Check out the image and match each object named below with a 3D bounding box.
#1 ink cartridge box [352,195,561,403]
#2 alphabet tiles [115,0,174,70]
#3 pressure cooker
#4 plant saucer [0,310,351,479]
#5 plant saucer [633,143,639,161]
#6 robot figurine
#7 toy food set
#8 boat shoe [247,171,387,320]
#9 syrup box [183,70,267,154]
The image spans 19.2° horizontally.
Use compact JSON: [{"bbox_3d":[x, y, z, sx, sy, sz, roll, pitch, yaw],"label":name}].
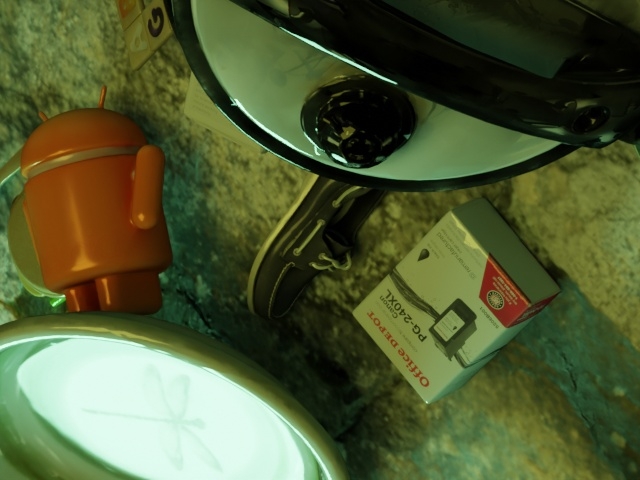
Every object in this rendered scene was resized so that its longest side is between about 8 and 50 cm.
[{"bbox_3d":[0.116,0.053,1.635,0.109,0.063,0.150,50,124,12],"label":"ink cartridge box"},{"bbox_3d":[-0.151,-0.301,1.689,0.198,0.009,0.237,-38,63,51],"label":"alphabet tiles"},{"bbox_3d":[0.074,-0.238,1.303,0.370,0.420,0.375,-11,132,10],"label":"pressure cooker"},{"bbox_3d":[-0.155,0.180,1.773,0.400,0.100,0.400,10,138,9],"label":"plant saucer"},{"bbox_3d":[0.317,-0.005,1.510,0.067,0.018,0.192,-24,88,36],"label":"plant saucer"},{"bbox_3d":[-0.211,-0.031,1.786,0.158,0.128,0.219,136,122,-75],"label":"robot figurine"},{"bbox_3d":[-0.265,-0.002,1.902,0.132,0.038,0.192,-37,76,28],"label":"toy food set"},{"bbox_3d":[0.000,0.000,1.693,0.065,0.075,0.206,40,117,22],"label":"boat shoe"},{"bbox_3d":[-0.036,-0.206,1.645,0.096,0.093,0.237,28,117,27],"label":"syrup box"}]
